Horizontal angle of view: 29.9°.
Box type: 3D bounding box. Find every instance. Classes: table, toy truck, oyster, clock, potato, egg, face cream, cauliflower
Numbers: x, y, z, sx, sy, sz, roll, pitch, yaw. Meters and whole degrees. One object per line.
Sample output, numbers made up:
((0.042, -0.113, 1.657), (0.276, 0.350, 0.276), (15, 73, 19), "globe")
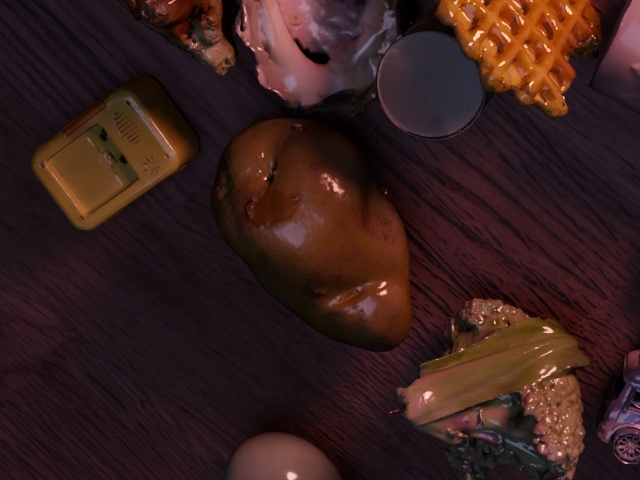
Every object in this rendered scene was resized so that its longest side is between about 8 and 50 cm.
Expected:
((0.153, -0.207, 1.397), (0.126, 0.220, 0.126), (7, 113, 16), "table")
((0.499, 0.224, 1.522), (0.268, 0.124, 0.155), (18, 109, 8), "toy truck")
((-0.001, -0.298, 1.459), (0.237, 0.115, 0.351), (-20, 122, -10), "oyster")
((-0.282, -0.120, 1.646), (0.202, 0.096, 0.143), (-31, 97, 25), "clock")
((0.000, 0.001, 1.546), (0.218, 0.202, 0.351), (-20, 113, 36), "potato")
((-0.043, 0.381, 1.734), (0.168, 0.168, 0.231), (-32, 104, 26), "egg")
((0.422, -0.207, 1.336), (0.195, 0.175, 0.175), (26, 117, 6), "face cream")
((0.205, 0.202, 1.532), (0.315, 0.239, 0.256), (-3, 82, -23), "cauliflower")

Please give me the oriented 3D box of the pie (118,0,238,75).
((-0.190, -0.322, 1.423), (0.105, 0.274, 0.257), (-37, 68, 9), "pie")

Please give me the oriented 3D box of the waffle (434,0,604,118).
((0.221, -0.260, 1.325), (0.291, 0.291, 0.051), (47, 136, -5), "waffle")
